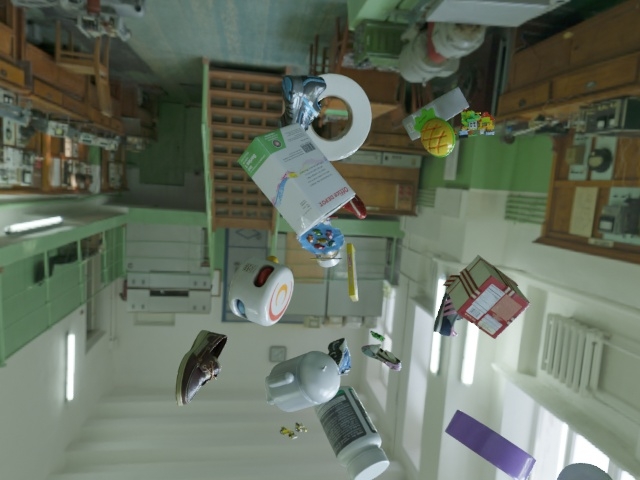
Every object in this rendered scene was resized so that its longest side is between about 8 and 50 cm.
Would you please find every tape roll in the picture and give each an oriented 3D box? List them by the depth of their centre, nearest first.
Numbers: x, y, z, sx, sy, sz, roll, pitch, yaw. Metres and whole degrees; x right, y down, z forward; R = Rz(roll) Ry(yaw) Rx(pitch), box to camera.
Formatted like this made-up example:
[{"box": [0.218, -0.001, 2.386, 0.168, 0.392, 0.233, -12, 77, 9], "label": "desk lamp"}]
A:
[{"box": [0.550, 0.670, 1.517, 0.275, 0.090, 0.275, 33, 168, 8], "label": "tape roll"}, {"box": [0.041, -0.563, 2.136, 0.392, 0.391, 0.072, 2, -163, -15], "label": "tape roll"}]

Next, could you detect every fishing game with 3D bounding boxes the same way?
[{"box": [0.000, 0.000, 1.859, 0.189, 0.264, 0.041, 2, -132, 4], "label": "fishing game"}]

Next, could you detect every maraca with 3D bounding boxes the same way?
[{"box": [0.402, -0.381, 1.643, 0.099, 0.185, 0.127, -20, 161, -43], "label": "maraca"}]

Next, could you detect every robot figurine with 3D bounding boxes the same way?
[{"box": [-0.066, 0.560, 1.849, 0.354, 0.199, 0.300, -29, 149, 34], "label": "robot figurine"}]

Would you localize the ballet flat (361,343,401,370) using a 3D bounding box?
[{"box": [0.307, 0.564, 2.308, 0.222, 0.079, 0.077, 27, -141, 27], "label": "ballet flat"}]

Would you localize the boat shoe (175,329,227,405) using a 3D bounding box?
[{"box": [-0.424, 0.456, 1.695, 0.123, 0.123, 0.342, 4, -154, 5], "label": "boat shoe"}]

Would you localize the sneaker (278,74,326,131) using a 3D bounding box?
[{"box": [-0.064, -0.425, 1.609, 0.140, 0.125, 0.340, -12, 156, -17], "label": "sneaker"}]

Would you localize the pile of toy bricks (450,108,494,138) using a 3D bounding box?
[{"box": [0.558, -0.448, 1.762, 0.213, 0.105, 0.118, -6, -164, 6], "label": "pile of toy bricks"}]

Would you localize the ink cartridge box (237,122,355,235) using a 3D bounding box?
[{"box": [-0.062, -0.177, 1.316, 0.117, 0.278, 0.201, -40, 178, 39], "label": "ink cartridge box"}]

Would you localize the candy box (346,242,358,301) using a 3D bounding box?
[{"box": [0.122, 0.122, 1.778, 0.027, 0.205, 0.105, -6, 160, 12], "label": "candy box"}]

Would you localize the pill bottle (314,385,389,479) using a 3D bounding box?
[{"box": [0.133, 0.835, 2.010, 0.204, 0.204, 0.361, 0, -141, -32], "label": "pill bottle"}]

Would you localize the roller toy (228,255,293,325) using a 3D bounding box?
[{"box": [-0.184, 0.150, 1.421, 0.146, 0.209, 0.191, 17, -177, 19], "label": "roller toy"}]

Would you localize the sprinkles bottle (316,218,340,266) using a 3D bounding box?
[{"box": [0.004, -0.037, 2.275, 0.121, 0.355, 0.121, -11, -144, 8], "label": "sprinkles bottle"}]

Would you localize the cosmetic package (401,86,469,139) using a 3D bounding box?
[{"box": [0.470, -0.520, 1.908, 0.238, 0.107, 0.127, -29, -174, -6], "label": "cosmetic package"}]

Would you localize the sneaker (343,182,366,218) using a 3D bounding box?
[{"box": [0.119, -0.168, 2.194, 0.087, 0.221, 0.128, -1, 144, -51], "label": "sneaker"}]

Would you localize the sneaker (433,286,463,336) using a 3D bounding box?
[{"box": [0.711, 0.364, 2.492, 0.131, 0.318, 0.112, 21, 166, 6], "label": "sneaker"}]

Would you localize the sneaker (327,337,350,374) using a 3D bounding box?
[{"box": [0.096, 0.622, 2.329, 0.130, 0.147, 0.330, -25, -171, 20], "label": "sneaker"}]

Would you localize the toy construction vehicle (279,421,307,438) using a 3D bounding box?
[{"box": [-0.108, 0.753, 1.850, 0.086, 0.035, 0.098, -7, -179, -28], "label": "toy construction vehicle"}]

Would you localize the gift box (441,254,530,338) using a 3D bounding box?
[{"box": [0.700, 0.245, 2.031, 0.255, 0.276, 0.258, 40, -161, -9], "label": "gift box"}]

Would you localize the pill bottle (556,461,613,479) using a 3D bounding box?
[{"box": [0.962, 0.934, 1.618, 0.188, 0.334, 0.187, -27, -148, 18], "label": "pill bottle"}]

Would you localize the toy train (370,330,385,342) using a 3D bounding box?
[{"box": [0.174, 0.292, 1.421, 0.023, 0.017, 0.083, 47, 169, -13], "label": "toy train"}]
